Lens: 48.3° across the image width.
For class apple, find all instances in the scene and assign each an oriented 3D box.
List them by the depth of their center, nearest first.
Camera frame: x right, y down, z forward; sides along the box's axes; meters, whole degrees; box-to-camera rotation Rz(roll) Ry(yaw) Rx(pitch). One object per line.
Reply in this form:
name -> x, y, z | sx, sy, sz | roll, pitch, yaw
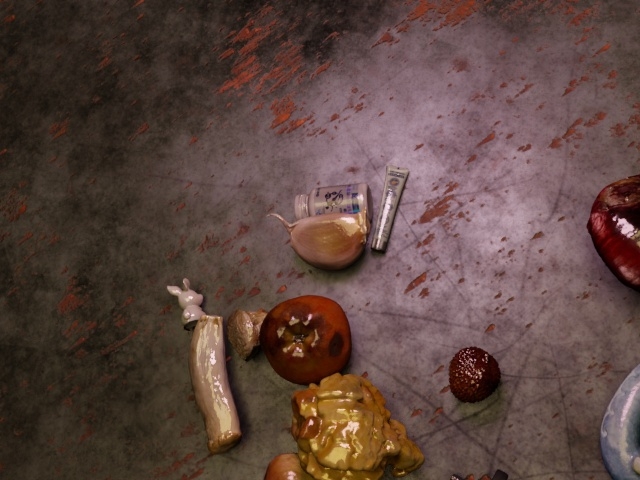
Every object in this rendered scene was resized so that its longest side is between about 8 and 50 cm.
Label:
apple -> -0.038, 0.240, 1.727 | 0.230, 0.230, 0.230 | -4, 73, 14

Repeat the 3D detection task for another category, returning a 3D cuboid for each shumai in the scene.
shumai -> -0.168, 0.233, 1.827 | 0.116, 0.145, 0.145 | -10, 66, -29

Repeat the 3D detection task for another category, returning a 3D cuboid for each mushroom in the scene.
mushroom -> -0.268, 0.360, 1.814 | 0.123, 0.095, 0.351 | -23, 71, 36

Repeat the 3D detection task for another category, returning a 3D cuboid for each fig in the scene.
fig -> -0.012, 0.583, 1.673 | 0.257, 0.159, 0.159 | 4, 74, -4

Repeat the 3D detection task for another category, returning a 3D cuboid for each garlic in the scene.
garlic -> -0.004, 0.003, 1.822 | 0.266, 0.128, 0.148 | -1, 82, 6

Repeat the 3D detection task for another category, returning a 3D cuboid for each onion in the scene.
onion -> 0.728, 0.002, 1.575 | 0.314, 0.232, 0.314 | 15, 46, -17

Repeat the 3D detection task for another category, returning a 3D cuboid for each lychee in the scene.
lychee -> 0.351, 0.313, 1.650 | 0.129, 0.123, 0.123 | -46, 68, 8

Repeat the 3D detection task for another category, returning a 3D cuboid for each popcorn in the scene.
popcorn -> 0.078, 0.444, 1.614 | 0.332, 0.265, 0.225 | 29, 124, -1

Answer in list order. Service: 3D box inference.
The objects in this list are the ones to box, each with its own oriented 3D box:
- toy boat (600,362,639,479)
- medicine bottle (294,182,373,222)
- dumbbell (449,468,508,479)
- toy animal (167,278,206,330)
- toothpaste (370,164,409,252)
toy boat -> 0.730, 0.388, 1.521 | 0.215, 0.123, 0.330 | 37, 85, 20
medicine bottle -> 0.035, -0.089, 1.860 | 0.191, 0.107, 0.107 | -5, 73, 14
dumbbell -> 0.424, 0.599, 1.530 | 0.325, 0.143, 0.143 | 28, 83, 21
toy animal -> -0.352, 0.173, 1.910 | 0.071, 0.085, 0.124 | -27, 62, 25
toothpaste -> 0.175, -0.085, 1.857 | 0.062, 0.039, 0.239 | 11, 75, 14
